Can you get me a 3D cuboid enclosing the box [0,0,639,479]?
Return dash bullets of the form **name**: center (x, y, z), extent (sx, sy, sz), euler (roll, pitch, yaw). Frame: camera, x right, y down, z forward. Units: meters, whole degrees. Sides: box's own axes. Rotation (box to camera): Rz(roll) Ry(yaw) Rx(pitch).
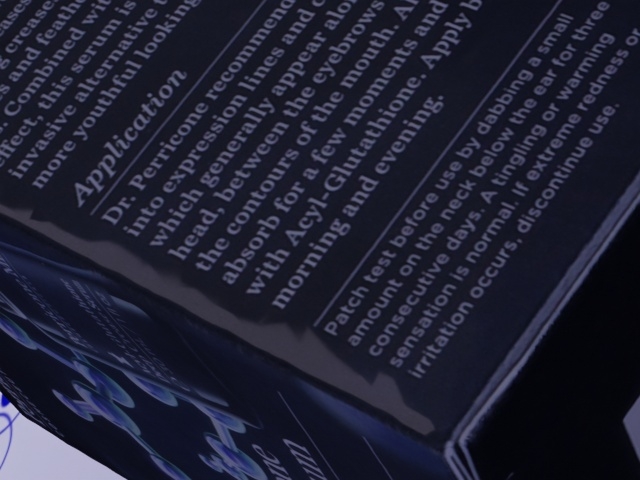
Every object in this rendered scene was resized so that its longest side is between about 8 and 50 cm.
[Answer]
- **box**: center (0.000, 0.000, 0.811), extent (0.395, 0.293, 0.212), euler (25, 69, 36)
